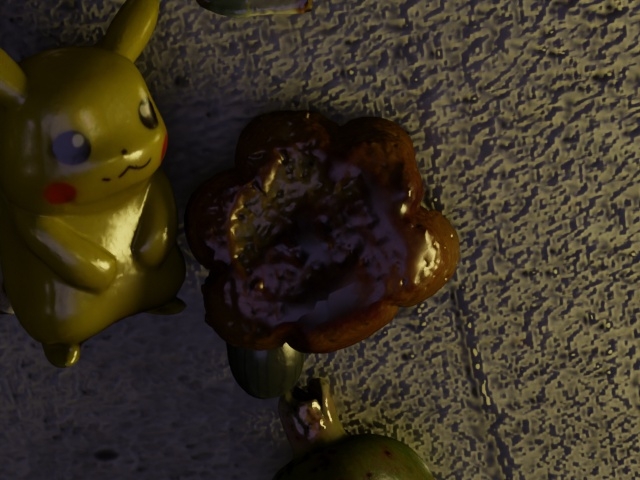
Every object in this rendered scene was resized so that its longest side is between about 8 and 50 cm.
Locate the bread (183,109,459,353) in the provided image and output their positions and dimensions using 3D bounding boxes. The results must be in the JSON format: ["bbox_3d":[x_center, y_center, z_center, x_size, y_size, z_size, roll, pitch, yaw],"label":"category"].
[{"bbox_3d":[-0.011,-0.008,1.251,0.247,0.135,0.232,-26,92,2],"label":"bread"}]

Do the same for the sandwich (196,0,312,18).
[{"bbox_3d":[-0.055,-0.286,1.105,0.108,0.186,0.220,-5,97,6],"label":"sandwich"}]

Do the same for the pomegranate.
[{"bbox_3d":[0.027,0.251,1.374,0.179,0.210,0.179,-1,151,0],"label":"pomegranate"}]

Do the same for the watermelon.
[{"bbox_3d":[-0.053,0.106,1.343,0.078,0.078,0.110,-5,108,5],"label":"watermelon"}]

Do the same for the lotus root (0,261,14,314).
[{"bbox_3d":[-0.314,0.011,1.292,0.081,0.112,0.122,-1,119,26],"label":"lotus root"}]

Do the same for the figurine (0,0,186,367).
[{"bbox_3d":[-0.205,-0.061,1.209,0.169,0.218,0.326,33,134,34],"label":"figurine"}]
